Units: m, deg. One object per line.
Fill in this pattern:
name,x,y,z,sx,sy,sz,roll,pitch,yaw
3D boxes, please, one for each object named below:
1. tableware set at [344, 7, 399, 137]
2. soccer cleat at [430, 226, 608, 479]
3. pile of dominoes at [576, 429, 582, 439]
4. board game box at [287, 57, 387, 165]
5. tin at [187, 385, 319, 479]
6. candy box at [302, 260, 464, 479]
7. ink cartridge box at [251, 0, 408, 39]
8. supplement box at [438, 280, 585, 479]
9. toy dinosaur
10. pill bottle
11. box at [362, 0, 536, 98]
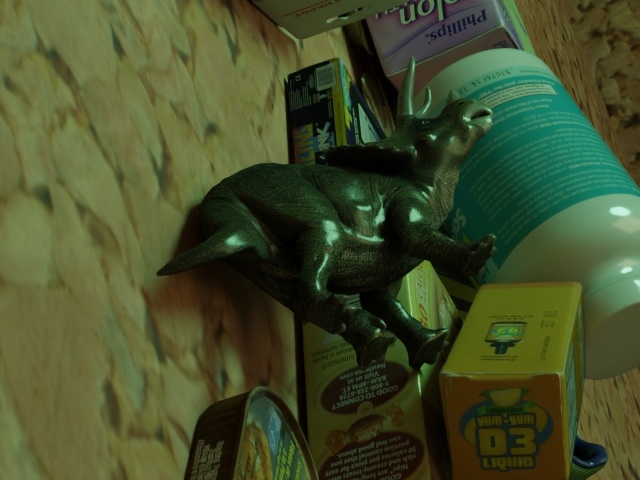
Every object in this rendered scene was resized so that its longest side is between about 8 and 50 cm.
tableware set,0.058,-0.159,1.625,0.168,0.020,0.141,-1,74,-74
soccer cleat,0.151,0.087,1.473,0.289,0.121,0.093,64,18,-14
pile of dominoes,0.218,0.089,1.722,0.196,0.040,0.251,63,6,-8
board game box,0.026,-0.031,1.333,0.141,0.048,0.170,58,20,-45
tin,-0.036,0.160,0.944,0.106,0.040,0.190,59,20,-26
candy box,0.063,0.162,1.168,0.316,0.087,0.183,-93,158,-43
ink cartridge box,-0.009,-0.220,1.321,0.181,0.104,0.062,33,42,-66
supplement box,0.133,0.089,1.162,0.233,0.078,0.080,-41,128,-74
toy dinosaur,0.000,0.000,1.089,0.313,0.121,0.160,-18,47,-39
pill bottle,0.176,-0.018,1.372,0.146,0.146,0.264,50,9,-52
box,0.110,-0.240,1.664,0.213,0.117,0.243,40,29,-65
